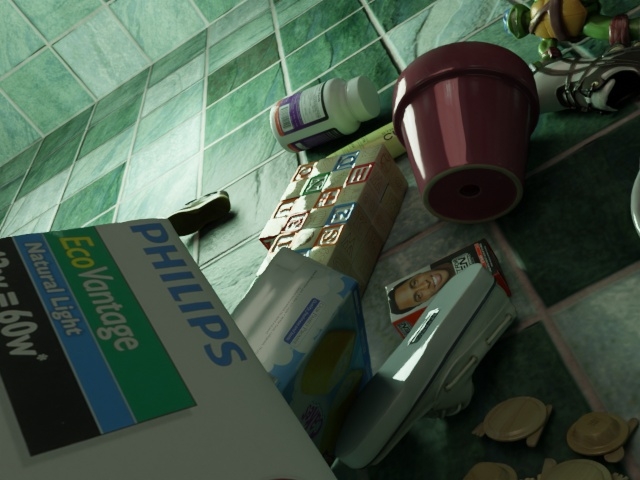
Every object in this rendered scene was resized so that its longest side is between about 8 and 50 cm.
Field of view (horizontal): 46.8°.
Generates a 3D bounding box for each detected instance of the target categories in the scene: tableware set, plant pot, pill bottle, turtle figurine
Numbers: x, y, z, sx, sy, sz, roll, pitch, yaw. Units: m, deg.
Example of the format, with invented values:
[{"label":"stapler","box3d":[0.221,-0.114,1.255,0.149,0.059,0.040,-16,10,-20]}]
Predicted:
[{"label":"tableware set","box3d":[0.202,0.194,0.671,0.168,0.020,0.141,-7,26,45]},{"label":"plant pot","box3d":[0.197,-0.130,0.990,0.201,0.201,0.180,-18,52,29]},{"label":"pill bottle","box3d":[0.010,-0.241,1.391,0.193,0.108,0.108,-15,37,32]},{"label":"turtle figurine","box3d":[0.355,-0.329,1.071,0.266,0.274,0.198,4,79,41]}]

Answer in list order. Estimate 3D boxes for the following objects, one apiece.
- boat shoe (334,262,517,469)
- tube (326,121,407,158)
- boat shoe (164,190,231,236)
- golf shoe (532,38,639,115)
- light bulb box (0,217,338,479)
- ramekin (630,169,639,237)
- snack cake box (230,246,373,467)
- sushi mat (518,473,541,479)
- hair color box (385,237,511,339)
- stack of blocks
[{"label":"boat shoe","box3d":[0.121,0.144,0.784,0.267,0.088,0.096,-49,8,-30]},{"label":"tube","box3d":[0.125,-0.172,1.234,0.240,0.062,0.070,-28,72,6]},{"label":"boat shoe","box3d":[-0.244,-0.053,1.459,0.152,0.056,0.049,-20,29,10]},{"label":"golf shoe","box3d":[0.365,-0.212,1.022,0.198,0.077,0.094,-19,36,30]},{"label":"light bulb box","box3d":[-0.178,0.236,0.553,0.225,0.361,0.358,-9,45,-36]},{"label":"ramekin","box3d":[0.430,-0.022,0.650,0.272,0.127,0.273,-26,33,18]},{"label":"snack cake box","box3d":[-0.025,0.147,0.750,0.089,0.264,0.152,24,63,22]},{"label":"sushi mat","box3d":[0.137,0.331,0.583,0.151,0.019,0.317,-21,34,27]},{"label":"hair color box","box3d":[0.153,0.061,0.903,0.141,0.043,0.072,-29,33,16]},{"label":"stack of blocks","box3d":[0.000,0.000,1.098,0.171,0.087,0.297,-10,40,38]}]
